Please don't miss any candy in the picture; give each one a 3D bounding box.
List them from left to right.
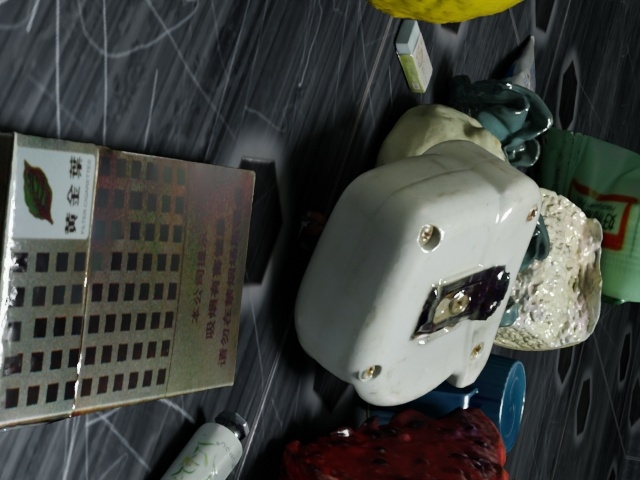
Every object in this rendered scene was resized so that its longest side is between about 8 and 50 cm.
[{"bbox_3d":[0.462,-0.018,1.936,0.172,0.398,0.263,14,93,-35],"label":"candy"}]

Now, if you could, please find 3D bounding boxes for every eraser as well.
[{"bbox_3d":[0.104,-0.205,1.449,0.083,0.019,0.038,64,42,-53],"label":"eraser"}]

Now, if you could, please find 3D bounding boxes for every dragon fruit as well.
[{"bbox_3d":[0.106,0.356,1.287,0.286,0.228,0.329,-7,111,-43],"label":"dragon fruit"}]

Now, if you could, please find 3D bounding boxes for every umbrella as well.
[{"bbox_3d":[0.222,-0.045,1.628,0.094,0.143,0.349,-21,122,-19],"label":"umbrella"}]

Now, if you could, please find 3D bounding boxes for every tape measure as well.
[{"bbox_3d":[0.099,0.043,1.280,0.265,0.130,0.258,-19,136,-45],"label":"tape measure"}]

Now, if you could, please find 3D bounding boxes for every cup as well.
[{"bbox_3d":[0.141,0.179,1.483,0.176,0.155,0.131,1,95,-69],"label":"cup"}]

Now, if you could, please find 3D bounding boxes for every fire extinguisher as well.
[{"bbox_3d":[-0.005,-0.002,1.255,0.046,0.032,0.100,-47,156,7],"label":"fire extinguisher"}]

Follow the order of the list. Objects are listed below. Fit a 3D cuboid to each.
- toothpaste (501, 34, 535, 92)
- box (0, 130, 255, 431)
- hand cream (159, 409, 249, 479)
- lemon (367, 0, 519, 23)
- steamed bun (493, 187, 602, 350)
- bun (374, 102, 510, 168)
[{"bbox_3d":[0.278,-0.211,1.829,0.266,0.061,0.096,-52,142,-62],"label":"toothpaste"},{"bbox_3d":[-0.140,0.027,0.912,0.325,0.047,0.180,2,95,-68],"label":"box"},{"bbox_3d":[-0.116,0.212,1.037,0.194,0.042,0.067,-54,146,-41],"label":"hand cream"},{"bbox_3d":[0.114,-0.326,1.135,0.322,0.268,0.268,-75,163,-62],"label":"lemon"},{"bbox_3d":[0.315,0.041,1.835,0.200,0.170,0.225,42,57,-59],"label":"steamed bun"},{"bbox_3d":[0.147,-0.048,1.460,0.231,0.133,0.231,6,90,-66],"label":"bun"}]
